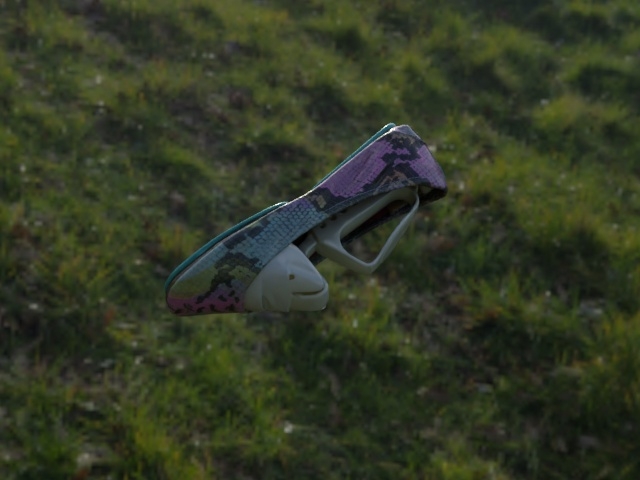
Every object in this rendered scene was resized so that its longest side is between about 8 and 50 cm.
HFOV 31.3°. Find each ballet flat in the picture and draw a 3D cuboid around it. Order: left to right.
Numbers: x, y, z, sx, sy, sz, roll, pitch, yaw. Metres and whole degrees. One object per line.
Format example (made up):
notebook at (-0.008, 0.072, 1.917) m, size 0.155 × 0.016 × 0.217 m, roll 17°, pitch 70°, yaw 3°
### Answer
ballet flat at (0.000, 0.000, 0.788) m, size 0.221 × 0.077 × 0.079 m, roll -34°, pitch 70°, yaw -20°
